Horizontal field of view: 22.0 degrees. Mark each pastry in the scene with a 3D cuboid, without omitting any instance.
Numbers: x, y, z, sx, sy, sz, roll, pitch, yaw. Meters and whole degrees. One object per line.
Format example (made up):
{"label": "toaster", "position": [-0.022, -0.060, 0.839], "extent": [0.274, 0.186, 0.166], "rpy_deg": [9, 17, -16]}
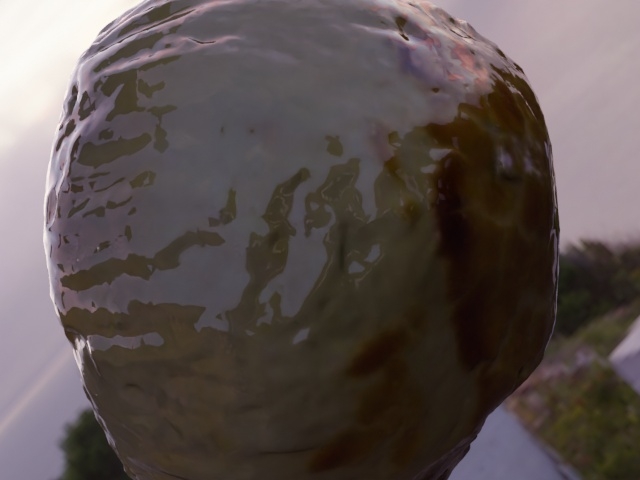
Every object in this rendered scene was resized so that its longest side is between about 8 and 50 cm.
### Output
{"label": "pastry", "position": [0.000, 0.000, 1.078], "extent": [0.313, 0.388, 0.388], "rpy_deg": [-6, 14, 11]}
